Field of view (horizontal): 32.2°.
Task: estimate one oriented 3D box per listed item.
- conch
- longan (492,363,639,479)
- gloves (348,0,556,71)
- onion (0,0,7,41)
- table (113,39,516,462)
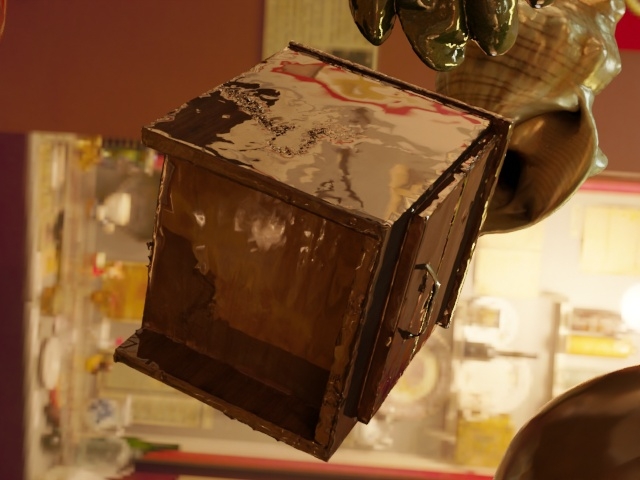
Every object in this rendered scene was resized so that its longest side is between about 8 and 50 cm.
[{"bbox_3d":[0.190,-0.120,1.085,0.386,0.203,0.169,-58,175,18],"label":"conch"},{"bbox_3d":[0.220,0.204,0.675,0.258,0.258,0.257,4,90,-87],"label":"longan"},{"bbox_3d":[0.096,-0.194,0.482,0.268,0.107,0.135,-57,-143,24],"label":"gloves"},{"bbox_3d":[-0.387,-0.164,0.782,0.341,0.342,0.341,4,90,-87],"label":"onion"},{"bbox_3d":[0.000,0.000,0.701,0.193,0.173,0.169,-41,149,-55],"label":"table"}]
